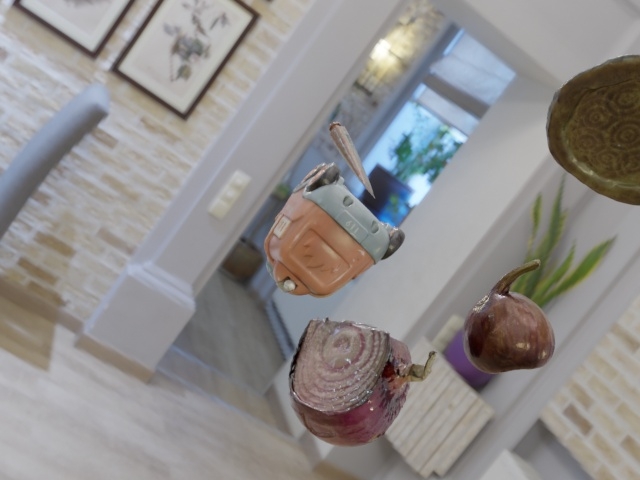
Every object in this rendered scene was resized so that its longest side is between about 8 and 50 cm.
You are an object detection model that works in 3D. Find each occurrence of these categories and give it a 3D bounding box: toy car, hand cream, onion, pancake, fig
[{"bbox_3d":[0.000,0.000,1.519,0.180,0.212,0.270,44,-1,-9],"label":"toy car"},{"bbox_3d":[0.074,-0.191,2.078,0.209,0.043,0.067,64,9,27],"label":"hand cream"},{"bbox_3d":[0.069,0.282,1.723,0.272,0.256,0.230,36,-15,37],"label":"onion"},{"bbox_3d":[0.439,-0.153,1.247,0.250,0.250,0.031,35,48,-7],"label":"pancake"},{"bbox_3d":[0.355,0.152,1.709,0.175,0.175,0.207,-25,103,-80],"label":"fig"}]
